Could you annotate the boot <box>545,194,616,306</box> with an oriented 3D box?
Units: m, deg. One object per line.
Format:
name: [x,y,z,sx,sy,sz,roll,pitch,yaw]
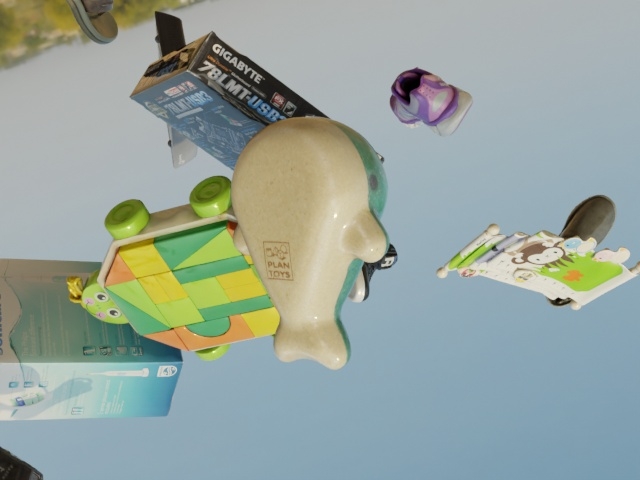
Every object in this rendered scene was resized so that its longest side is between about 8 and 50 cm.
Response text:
boot: [0.403,0.012,1.469,0.190,0.076,0.208,-55,173,7]

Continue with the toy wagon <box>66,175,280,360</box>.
toy wagon: [-0.177,0.057,1.232,0.344,0.267,0.068,-13,-139,17]

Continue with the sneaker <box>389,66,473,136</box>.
sneaker: [0.159,-0.242,1.569,0.095,0.104,0.236,-59,-160,3]

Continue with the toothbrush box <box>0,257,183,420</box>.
toothbrush box: [-0.369,0.141,1.384,0.295,0.126,0.216,3,-141,-24]

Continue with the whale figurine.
whale figurine: [0.000,0.000,1.050,0.216,0.272,0.141,0,-173,41]

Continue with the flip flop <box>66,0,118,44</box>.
flip flop: [-0.431,-0.465,1.765,0.080,0.112,0.277,-20,153,2]

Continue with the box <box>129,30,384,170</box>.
box: [-0.099,-0.159,1.341,0.073,0.293,0.295,-60,-158,-14]

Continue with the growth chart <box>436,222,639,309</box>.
growth chart: [0.296,0.034,1.268,0.237,0.021,0.172,15,149,-11]

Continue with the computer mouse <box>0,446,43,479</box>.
computer mouse: [-0.405,0.324,1.112,0.060,0.262,0.184,-31,-151,54]

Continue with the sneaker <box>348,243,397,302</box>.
sneaker: [0.100,0.045,1.845,0.121,0.079,0.217,4,-149,-14]

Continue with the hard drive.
hard drive: [-0.255,-0.264,1.686,0.054,0.255,0.172,-8,-120,-10]
